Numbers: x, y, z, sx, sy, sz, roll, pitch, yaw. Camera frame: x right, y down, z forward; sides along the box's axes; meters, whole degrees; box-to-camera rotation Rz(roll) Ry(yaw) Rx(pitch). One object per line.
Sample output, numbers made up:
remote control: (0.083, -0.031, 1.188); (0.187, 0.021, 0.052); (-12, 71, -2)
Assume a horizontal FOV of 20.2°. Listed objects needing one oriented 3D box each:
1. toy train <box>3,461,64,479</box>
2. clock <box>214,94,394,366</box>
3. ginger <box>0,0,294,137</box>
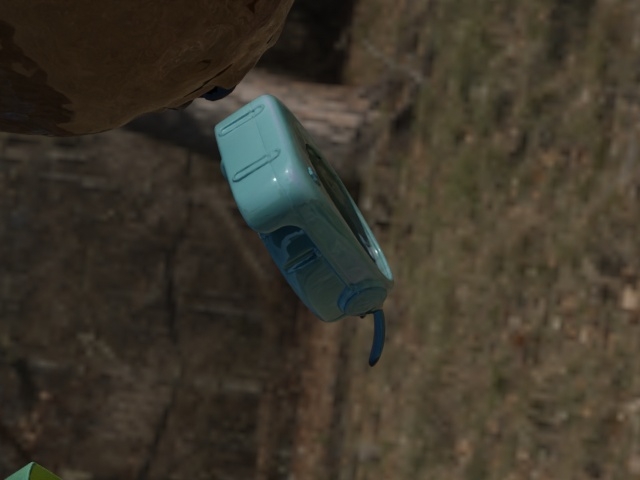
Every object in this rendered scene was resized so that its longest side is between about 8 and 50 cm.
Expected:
toy train: (-0.191, 0.193, 1.146); (0.081, 0.122, 0.050); (39, -150, -34)
clock: (0.001, -0.001, 0.948); (0.147, 0.045, 0.108); (54, -171, -31)
ginger: (-0.111, -0.155, 0.437); (0.223, 0.200, 0.269); (-14, -84, -58)
